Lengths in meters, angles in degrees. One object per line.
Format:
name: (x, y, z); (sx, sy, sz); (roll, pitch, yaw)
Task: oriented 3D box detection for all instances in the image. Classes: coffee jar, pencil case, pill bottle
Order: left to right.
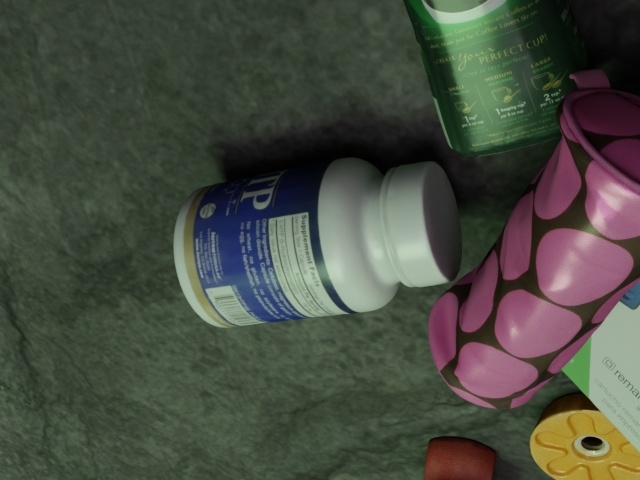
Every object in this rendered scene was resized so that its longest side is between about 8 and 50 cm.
pill bottle: (0.000, 0.000, 0.595); (0.187, 0.112, 0.112); (-9, 123, 25)
coffee jar: (0.090, -0.145, 0.470); (0.096, 0.079, 0.184); (-12, 122, 26)
pencil case: (0.131, 0.009, 0.477); (0.098, 0.095, 0.209); (59, 144, 30)

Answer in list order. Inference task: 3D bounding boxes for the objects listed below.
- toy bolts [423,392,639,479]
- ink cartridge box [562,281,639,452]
toy bolts: (0.177, 0.253, 0.697); (0.229, 0.158, 0.218); (2, 127, 19)
ink cartridge box: (0.236, 0.019, 0.494); (0.154, 0.093, 0.212); (51, 137, 29)
